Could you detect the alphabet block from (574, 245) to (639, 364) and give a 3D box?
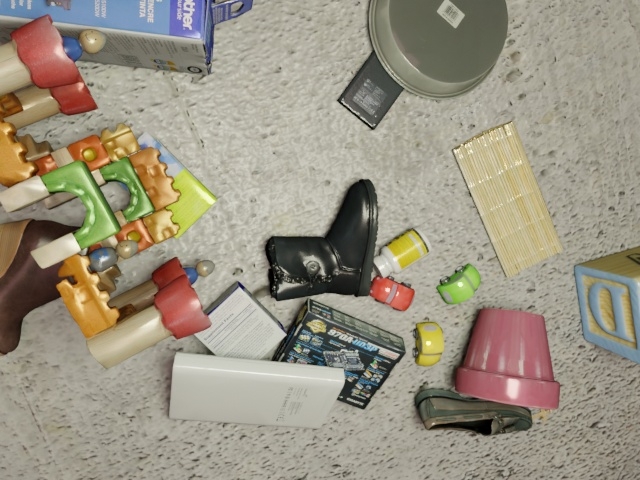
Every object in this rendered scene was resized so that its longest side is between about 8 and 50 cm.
[{"bbox_3d":[0.698,0.129,1.093,0.197,0.193,0.193,-14,101,-8],"label":"alphabet block"}]

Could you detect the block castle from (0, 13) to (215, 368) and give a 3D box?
[{"bbox_3d":[-0.322,-0.066,0.781,0.212,0.303,0.454,-28,102,-15],"label":"block castle"}]

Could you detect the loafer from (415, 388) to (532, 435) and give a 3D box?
[{"bbox_3d":[0.334,0.390,1.103,0.267,0.084,0.096,12,127,-8],"label":"loafer"}]

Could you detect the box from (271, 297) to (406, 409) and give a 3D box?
[{"bbox_3d":[0.034,0.232,1.028,0.220,0.051,0.175,24,114,-12],"label":"box"}]

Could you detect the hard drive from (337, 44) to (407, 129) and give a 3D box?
[{"bbox_3d":[0.110,-0.303,1.019,0.094,0.022,0.135,36,90,-12],"label":"hard drive"}]

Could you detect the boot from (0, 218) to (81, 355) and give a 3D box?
[{"bbox_3d":[-0.489,0.086,0.924,0.206,0.090,0.249,2,93,-8],"label":"boot"}]

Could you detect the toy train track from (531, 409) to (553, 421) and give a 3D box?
[{"bbox_3d":[0.501,0.406,1.183,0.083,0.014,0.048,-17,100,-7],"label":"toy train track"}]

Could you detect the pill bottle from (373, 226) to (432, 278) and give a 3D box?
[{"bbox_3d":[0.164,0.028,1.048,0.116,0.065,0.065,-32,101,-6],"label":"pill bottle"}]

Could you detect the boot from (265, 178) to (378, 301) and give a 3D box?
[{"bbox_3d":[0.000,0.000,1.000,0.207,0.094,0.247,1,103,-14],"label":"boot"}]

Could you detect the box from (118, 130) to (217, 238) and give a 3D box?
[{"bbox_3d":[-0.294,-0.102,0.961,0.109,0.042,0.178,-45,101,-3],"label":"box"}]

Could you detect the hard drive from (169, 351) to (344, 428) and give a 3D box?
[{"bbox_3d":[-0.128,0.296,0.986,0.307,0.040,0.203,9,134,-11],"label":"hard drive"}]

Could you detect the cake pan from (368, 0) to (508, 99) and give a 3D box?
[{"bbox_3d":[0.240,-0.428,0.999,0.293,0.054,0.293,-1,93,-14],"label":"cake pan"}]

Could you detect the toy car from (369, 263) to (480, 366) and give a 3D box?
[{"bbox_3d":[0.249,0.129,1.082,0.225,0.053,0.239,-35,102,-4],"label":"toy car"}]

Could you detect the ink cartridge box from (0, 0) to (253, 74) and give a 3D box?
[{"bbox_3d":[-0.307,-0.368,0.809,0.395,0.270,0.151,5,97,-11],"label":"ink cartridge box"}]

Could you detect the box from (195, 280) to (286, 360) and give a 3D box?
[{"bbox_3d":[-0.159,0.172,1.004,0.126,0.072,0.137,-43,103,-2],"label":"box"}]

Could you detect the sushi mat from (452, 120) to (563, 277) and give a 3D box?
[{"bbox_3d":[0.407,-0.087,1.102,0.151,0.019,0.317,-27,101,-5],"label":"sushi mat"}]

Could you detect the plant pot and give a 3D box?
[{"bbox_3d":[0.389,0.239,1.062,0.201,0.201,0.180,10,80,-11],"label":"plant pot"}]
